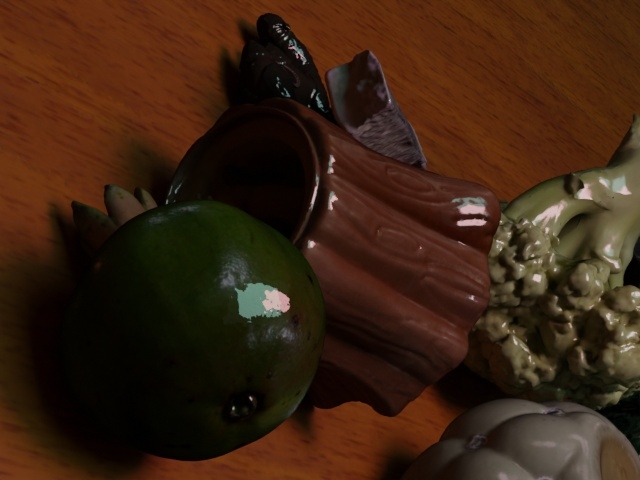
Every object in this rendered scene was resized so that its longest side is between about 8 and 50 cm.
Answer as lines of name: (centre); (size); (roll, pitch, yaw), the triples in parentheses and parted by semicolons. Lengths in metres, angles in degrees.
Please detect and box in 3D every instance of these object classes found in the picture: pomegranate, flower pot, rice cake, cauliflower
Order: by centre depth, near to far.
pomegranate: (-0.102, 0.044, 1.236); (0.187, 0.187, 0.225); (28, 16, -51)
flower pot: (0.186, 0.257, 1.542); (0.246, 0.195, 0.246); (43, 33, -37)
rice cake: (0.054, -0.108, 1.644); (0.365, 0.056, 0.073); (29, 37, -81)
cauliflower: (0.244, 0.036, 1.729); (0.327, 0.281, 0.260); (26, 32, -39)

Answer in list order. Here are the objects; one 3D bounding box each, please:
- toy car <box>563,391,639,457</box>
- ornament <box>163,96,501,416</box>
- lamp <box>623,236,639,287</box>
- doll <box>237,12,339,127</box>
toy car: (0.275, 0.240, 1.801); (0.306, 0.136, 0.125); (-34, 112, -65)
ornament: (0.000, 0.000, 1.425); (0.217, 0.235, 0.221); (31, 17, -45)
lamp: (0.422, 0.133, 1.986); (0.205, 0.374, 0.272); (-12, 104, -49)
doll: (-0.034, -0.140, 1.629); (0.139, 0.057, 0.165); (12, 56, -58)
